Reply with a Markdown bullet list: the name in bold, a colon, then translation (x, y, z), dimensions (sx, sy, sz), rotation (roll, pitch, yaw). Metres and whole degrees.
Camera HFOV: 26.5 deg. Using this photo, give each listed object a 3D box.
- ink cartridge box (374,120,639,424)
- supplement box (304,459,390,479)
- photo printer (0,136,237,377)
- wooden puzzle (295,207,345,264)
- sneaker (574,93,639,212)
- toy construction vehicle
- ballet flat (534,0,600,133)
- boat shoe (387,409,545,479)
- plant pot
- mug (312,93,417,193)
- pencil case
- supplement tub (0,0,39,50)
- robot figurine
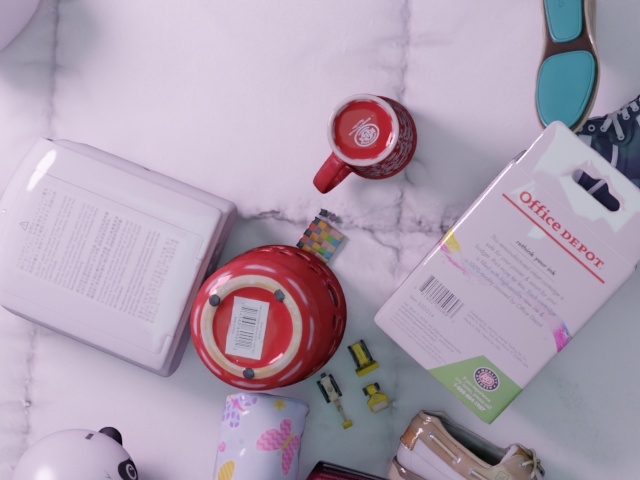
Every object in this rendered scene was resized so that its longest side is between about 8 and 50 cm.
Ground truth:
- **ink cartridge box**: translation (0.261, 0.031, 1.724), dimensions (0.207, 0.119, 0.353), rotation (42, 109, 5)
- **supplement box**: translation (0.035, 0.352, 1.733), dimensions (0.130, 0.239, 0.073), rotation (14, 93, 8)
- **photo printer**: translation (-0.297, 0.013, 1.840), dimensions (0.307, 0.107, 0.256), rotation (21, 93, 7)
- **wooden puzzle**: translation (0.000, 0.000, 1.849), dimensions (0.049, 0.006, 0.083), rotation (35, 96, 6)
- **sneaker**: translation (0.411, -0.165, 1.745), dimensions (0.153, 0.099, 0.282), rotation (30, 98, 4)
- **toy construction vehicle**: translation (0.044, 0.195, 1.837), dimensions (0.086, 0.035, 0.098), rotation (-29, 90, -4)
- **ballet flat**: translation (0.322, -0.233, 1.739), dimensions (0.086, 0.086, 0.248), rotation (4, 71, 8)
- **boat shoe**: translation (0.243, 0.317, 1.769), dimensions (0.302, 0.113, 0.103), rotation (21, 99, 8)
- **plant pot**: translation (-0.068, 0.105, 1.775), dimensions (0.191, 0.174, 0.191), rotation (1, 94, 7)
- **mug**: translation (0.059, -0.120, 1.757), dimensions (0.113, 0.169, 0.150), rotation (18, 93, 6)
- **pencil case**: translation (-0.082, 0.335, 1.782), dimensions (0.113, 0.124, 0.273), rotation (-6, 72, 43)
- **supplement tub**: translation (-0.529, -0.379, 1.822), dimensions (0.191, 0.191, 0.272), rotation (-44, 85, 6)
- **robot figurine**: translation (-0.315, 0.371, 1.781), dimensions (0.173, 0.278, 0.209), rotation (-16, 48, -20)
